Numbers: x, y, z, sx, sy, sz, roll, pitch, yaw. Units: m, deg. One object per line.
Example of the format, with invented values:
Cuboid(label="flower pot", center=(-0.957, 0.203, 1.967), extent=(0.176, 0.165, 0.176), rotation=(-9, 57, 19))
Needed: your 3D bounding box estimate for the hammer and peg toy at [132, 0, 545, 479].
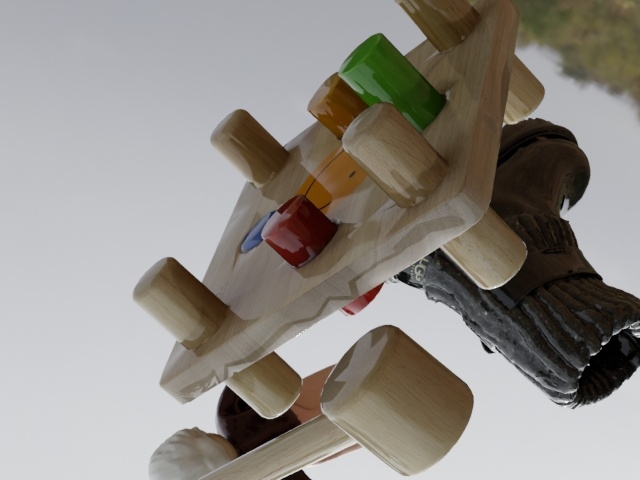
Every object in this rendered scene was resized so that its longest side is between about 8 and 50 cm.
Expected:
Cuboid(label="hammer and peg toy", center=(0.000, 0.000, 0.788), extent=(0.127, 0.266, 0.361), rotation=(44, -145, -19))

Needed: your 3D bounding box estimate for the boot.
Cuboid(label="boot", center=(0.229, 0.018, 1.234), extent=(0.260, 0.131, 0.348), rotation=(32, -140, 28))

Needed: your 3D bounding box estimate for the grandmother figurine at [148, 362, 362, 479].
Cuboid(label="grandmother figurine", center=(-0.039, 0.219, 1.422), extent=(0.342, 0.104, 0.208), rotation=(-13, -128, -42))
